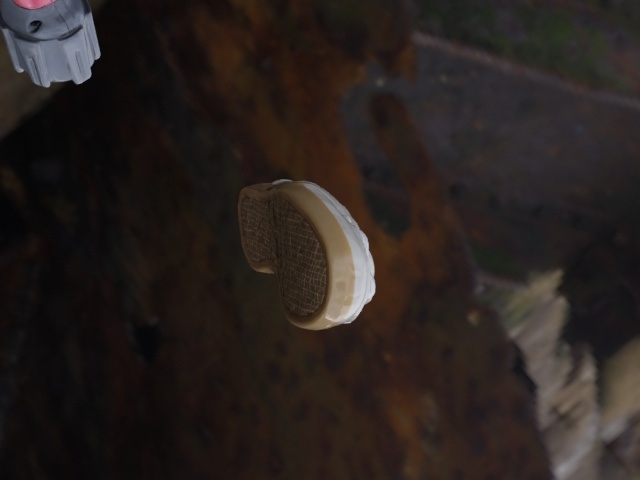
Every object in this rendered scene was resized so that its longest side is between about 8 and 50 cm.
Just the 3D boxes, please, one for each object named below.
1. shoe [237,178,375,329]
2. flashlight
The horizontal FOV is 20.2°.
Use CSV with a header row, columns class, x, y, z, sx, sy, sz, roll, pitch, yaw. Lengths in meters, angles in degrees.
class,x,y,z,sx,sy,sz,roll,pitch,yaw
shoe,0.000,0.000,1.026,0.058,0.076,0.219,-3,-169,-13
flashlight,-0.246,-0.260,1.505,0.103,0.103,0.304,1,136,11
